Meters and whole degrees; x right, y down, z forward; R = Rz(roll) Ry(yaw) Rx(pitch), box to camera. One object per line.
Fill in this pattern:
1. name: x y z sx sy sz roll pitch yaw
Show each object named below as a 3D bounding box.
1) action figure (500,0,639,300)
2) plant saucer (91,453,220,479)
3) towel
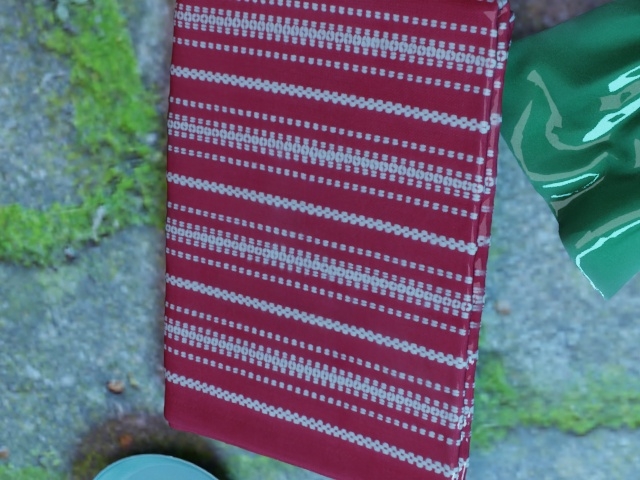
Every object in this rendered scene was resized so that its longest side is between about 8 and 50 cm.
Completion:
1. action figure: 0.200 -0.085 0.549 0.232 0.063 0.137 -31 94 25
2. plant saucer: -0.092 0.182 0.732 0.119 0.021 0.119 4 107 14
3. towel: 0.000 0.000 0.629 0.199 0.031 0.275 13 108 28
